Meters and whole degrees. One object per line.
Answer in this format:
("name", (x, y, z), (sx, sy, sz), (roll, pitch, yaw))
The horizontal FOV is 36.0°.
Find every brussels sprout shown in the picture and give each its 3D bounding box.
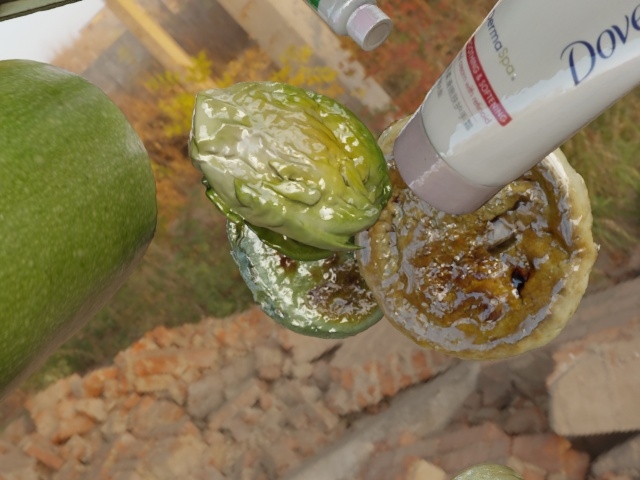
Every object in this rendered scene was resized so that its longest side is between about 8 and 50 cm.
("brussels sprout", (-0.023, -0.057, 0.780), (0.100, 0.181, 0.139), (132, 151, -57))

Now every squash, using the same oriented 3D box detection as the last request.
("squash", (-0.311, 0.005, 0.789), (0.263, 0.263, 0.384), (-38, 8, 20))

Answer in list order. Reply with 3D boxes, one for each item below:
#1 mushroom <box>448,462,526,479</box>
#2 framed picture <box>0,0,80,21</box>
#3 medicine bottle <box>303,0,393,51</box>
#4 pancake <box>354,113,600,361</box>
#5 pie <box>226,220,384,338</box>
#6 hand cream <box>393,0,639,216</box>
("mushroom", (0.289, 0.505, 1.482), (0.260, 0.352, 0.352), (-11, 12, -10))
("framed picture", (-0.110, -0.278, 0.634), (0.232, 0.019, 0.296), (-40, -18, -54))
("medicine bottle", (0.016, -0.427, 1.676), (0.095, 0.260, 0.095), (-35, -22, -16))
("pancake", (0.190, -0.006, 1.276), (0.356, 0.356, 0.065), (-34, -3, 32))
("pie", (0.005, 0.007, 1.509), (0.302, 0.302, 0.067), (-51, 4, -24))
("hand cream", (0.142, -0.110, 0.621), (0.083, 0.133, 0.248), (-4, -30, -33))
